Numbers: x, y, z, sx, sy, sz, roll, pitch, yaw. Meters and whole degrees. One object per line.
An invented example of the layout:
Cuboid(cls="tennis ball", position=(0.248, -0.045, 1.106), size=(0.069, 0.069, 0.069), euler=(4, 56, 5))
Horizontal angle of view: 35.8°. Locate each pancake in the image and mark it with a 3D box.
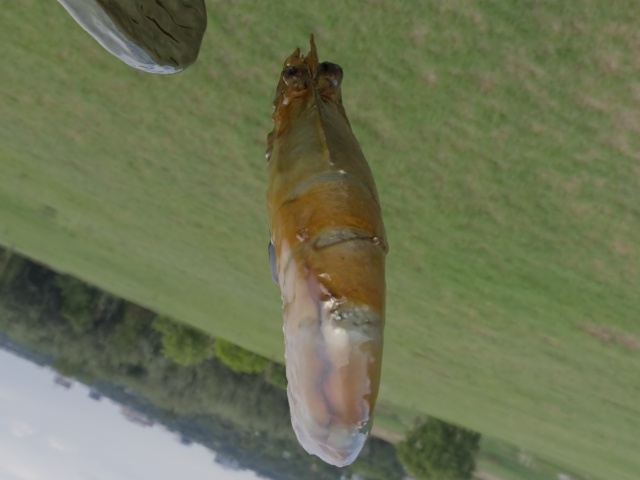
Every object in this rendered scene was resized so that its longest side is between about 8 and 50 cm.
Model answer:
Cuboid(cls="pancake", position=(-0.218, -0.294, 0.993), size=(0.049, 0.294, 0.294), euler=(-28, 144, 22))

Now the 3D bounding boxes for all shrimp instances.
Cuboid(cls="shrimp", position=(0.000, 0.000, 0.577), size=(0.063, 0.287, 0.152), euler=(-2, 135, -4))
